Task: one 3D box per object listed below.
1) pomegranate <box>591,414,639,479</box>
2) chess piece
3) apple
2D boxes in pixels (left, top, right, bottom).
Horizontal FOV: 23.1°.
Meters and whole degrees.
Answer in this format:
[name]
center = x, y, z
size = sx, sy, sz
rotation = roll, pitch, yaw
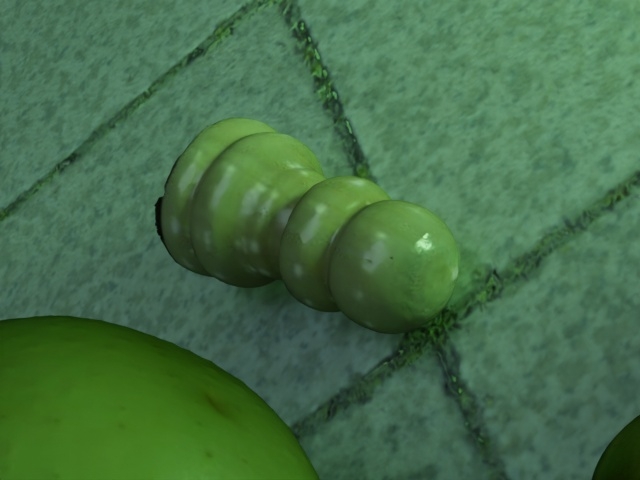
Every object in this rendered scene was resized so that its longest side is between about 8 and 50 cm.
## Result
[pomegranate]
center = 0.259, 0.159, 0.893
size = 0.210, 0.180, 0.180
rotation = -17, 45, -3
[chess piece]
center = 0.000, 0.000, 1.264
size = 0.261, 0.143, 0.143
rotation = 25, 80, 41
[apple]
center = -0.185, 0.267, 1.006
size = 0.473, 0.473, 0.473
rotation = -23, 49, 29
